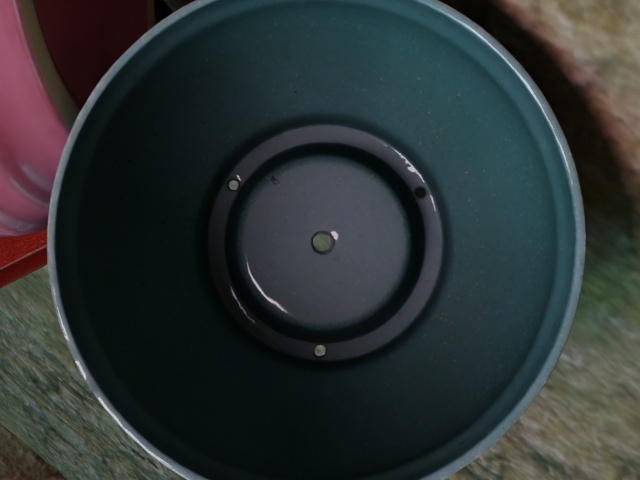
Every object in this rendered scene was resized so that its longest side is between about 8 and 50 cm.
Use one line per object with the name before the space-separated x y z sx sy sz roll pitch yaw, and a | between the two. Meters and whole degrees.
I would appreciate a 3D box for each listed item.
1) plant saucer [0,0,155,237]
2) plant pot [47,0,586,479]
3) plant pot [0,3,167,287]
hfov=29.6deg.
plant saucer | -0.177 -0.169 0.737 0.084 0.332 0.332 -4 136 9
plant pot | 0.000 0.000 0.750 0.293 0.293 0.196 47 -178 1
plant pot | -0.254 -0.103 0.999 0.236 0.267 0.267 61 153 -3
